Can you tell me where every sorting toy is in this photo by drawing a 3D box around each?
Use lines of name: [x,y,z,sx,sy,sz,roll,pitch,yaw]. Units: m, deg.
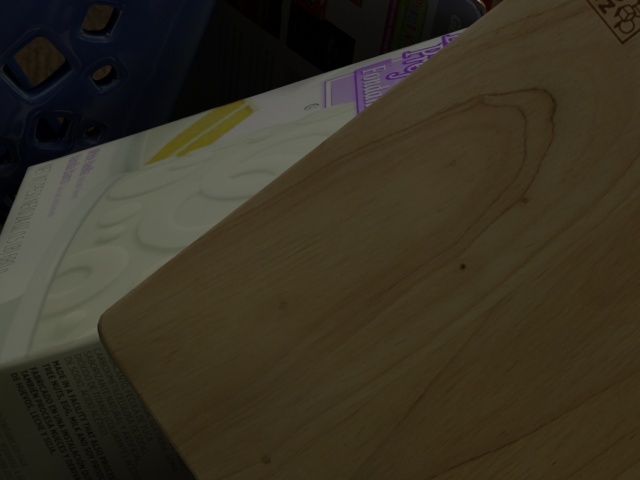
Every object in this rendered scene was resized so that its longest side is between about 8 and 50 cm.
sorting toy: [0.098,0.058,0.557,0.255,0.257,0.089,53,4,12]

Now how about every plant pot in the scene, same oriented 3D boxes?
plant pot: [-0.221,-0.162,0.922,0.212,0.236,0.236,0,37,-38]

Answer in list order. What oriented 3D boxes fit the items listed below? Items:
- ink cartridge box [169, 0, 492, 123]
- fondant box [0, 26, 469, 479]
ink cartridge box: [0.021,-0.137,1.012,0.130,0.309,0.272,-35,63,-31]
fondant box: [0.000,0.000,0.753,0.330,0.096,0.238,-16,26,7]
